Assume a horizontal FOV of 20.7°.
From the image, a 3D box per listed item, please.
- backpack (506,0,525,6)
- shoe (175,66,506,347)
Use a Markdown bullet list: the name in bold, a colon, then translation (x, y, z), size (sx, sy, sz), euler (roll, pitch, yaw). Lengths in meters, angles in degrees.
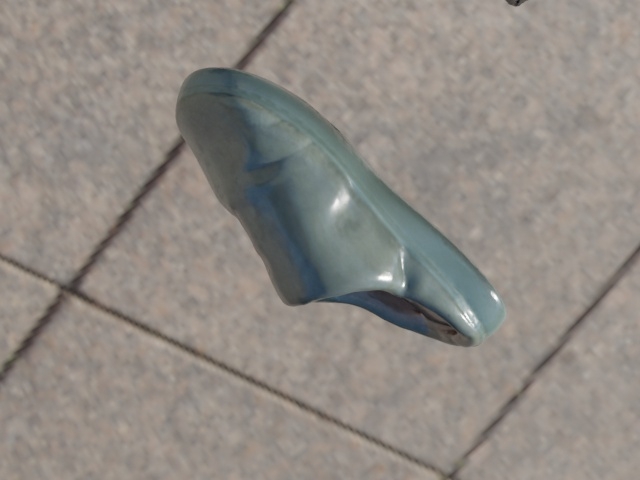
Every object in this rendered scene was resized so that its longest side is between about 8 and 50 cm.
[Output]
- **backpack**: translation (0.192, -0.244, 1.289), size (0.165, 0.120, 0.106), euler (-12, 169, 1)
- **shoe**: translation (0.000, 0.000, 1.078), size (0.251, 0.103, 0.100), euler (38, 66, -10)
